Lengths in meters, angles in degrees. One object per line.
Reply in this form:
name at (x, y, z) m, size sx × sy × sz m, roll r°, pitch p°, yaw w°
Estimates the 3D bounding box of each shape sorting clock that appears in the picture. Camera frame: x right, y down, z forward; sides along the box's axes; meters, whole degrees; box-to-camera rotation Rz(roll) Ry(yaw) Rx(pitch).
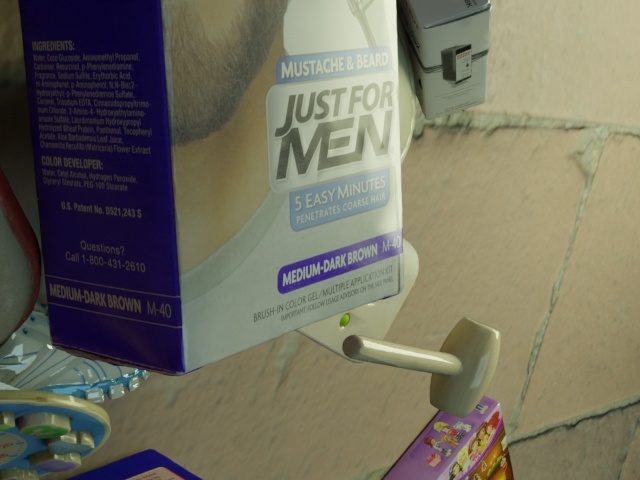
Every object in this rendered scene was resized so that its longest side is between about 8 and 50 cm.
shape sorting clock at (-0.223, 0.125, 0.656) m, size 0.206 × 0.206 × 0.040 m, roll 32°, pitch 41°, yaw -54°

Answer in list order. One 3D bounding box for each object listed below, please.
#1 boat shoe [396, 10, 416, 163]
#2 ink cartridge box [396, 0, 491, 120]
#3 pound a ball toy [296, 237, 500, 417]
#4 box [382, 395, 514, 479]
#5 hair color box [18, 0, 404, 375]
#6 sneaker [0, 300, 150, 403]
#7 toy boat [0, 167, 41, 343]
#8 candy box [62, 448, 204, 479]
boat shoe at (-0.022, -0.154, 0.817) m, size 0.324 × 0.096 × 0.117 m, roll 48°, pitch 51°, yaw -53°
ink cartridge box at (0.092, -0.175, 0.911) m, size 0.056 × 0.099 × 0.135 m, roll -18°, pitch 154°, yaw -2°
pound a ball toy at (0.000, 0.000, 0.835) m, size 0.319 × 0.208 × 0.136 m, roll 35°, pitch 81°, yaw -53°
box at (0.112, 0.333, 1.297) m, size 0.293 × 0.057 × 0.201 m, roll -45°, pitch 139°, yaw -27°
hair color box at (-0.051, -0.121, 0.590) m, size 0.185 × 0.110 × 0.339 m, roll -17°, pitch 107°, yaw -49°
sneaker at (-0.182, 0.068, 0.761) m, size 0.190 × 0.071 × 0.083 m, roll -16°, pitch 116°, yaw -48°
toy boat at (-0.233, -0.049, 0.584) m, size 0.151 × 0.151 × 0.231 m, roll -88°, pitch 160°, yaw -59°
candy box at (-0.203, 0.346, 0.844) m, size 0.268 × 0.122 × 0.317 m, roll -11°, pitch 116°, yaw -50°
